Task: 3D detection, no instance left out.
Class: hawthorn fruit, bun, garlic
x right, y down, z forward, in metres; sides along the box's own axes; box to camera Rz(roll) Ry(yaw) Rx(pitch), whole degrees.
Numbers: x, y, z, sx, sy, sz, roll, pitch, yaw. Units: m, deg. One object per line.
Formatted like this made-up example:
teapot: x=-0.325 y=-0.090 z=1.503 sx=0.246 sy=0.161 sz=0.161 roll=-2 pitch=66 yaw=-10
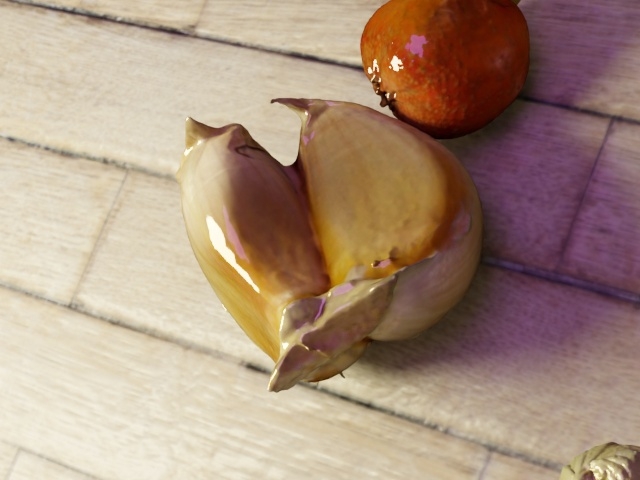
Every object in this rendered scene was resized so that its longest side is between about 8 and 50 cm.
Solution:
hawthorn fruit: x=0.175 y=-0.224 z=1.775 sx=0.285 sy=0.165 sz=0.165 roll=-37 pitch=53 yaw=-18
bun: x=0.266 y=0.232 z=1.542 sx=0.115 sy=0.069 sz=0.115 roll=-10 pitch=66 yaw=24
garlic: x=0.000 y=0.000 z=1.708 sx=0.286 sy=0.249 sz=0.313 roll=-53 pitch=41 yaw=22
